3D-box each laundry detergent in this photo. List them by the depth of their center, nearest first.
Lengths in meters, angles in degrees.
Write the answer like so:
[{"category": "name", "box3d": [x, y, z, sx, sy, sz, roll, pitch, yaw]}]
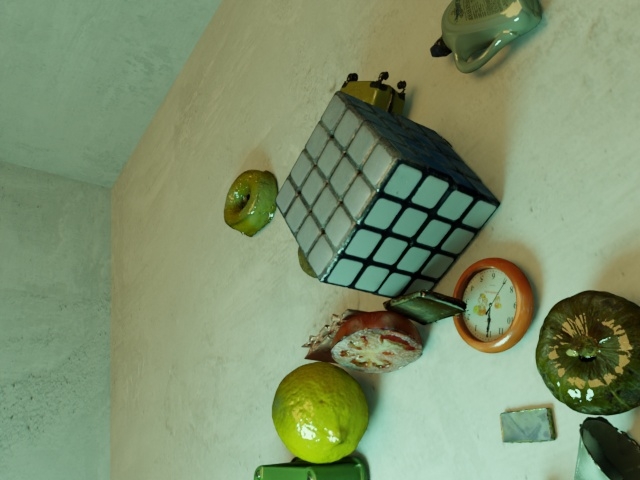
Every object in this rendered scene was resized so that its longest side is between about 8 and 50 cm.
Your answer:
[{"category": "laundry detergent", "box3d": [0.380, -0.519, 1.449, 0.280, 0.105, 0.215, -33, 55, 43]}]

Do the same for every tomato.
[{"category": "tomato", "box3d": [0.132, 0.240, 1.454, 0.225, 0.224, 0.085, -42, 38, 39]}]

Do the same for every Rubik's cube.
[{"category": "Rubik's cube", "box3d": [0.144, -0.098, 1.436, 0.344, 0.337, 0.345, -58, 37, 24]}]

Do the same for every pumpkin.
[{"category": "pumpkin", "box3d": [0.466, 0.189, 1.024, 0.218, 0.162, 0.219, -25, 55, 43]}]

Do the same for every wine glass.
[{"category": "wine glass", "box3d": [0.431, 0.428, 1.020, 0.232, 0.156, 0.156, -59, 38, 30]}]

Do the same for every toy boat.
[{"category": "toy boat", "box3d": [0.406, 0.366, 1.181, 0.115, 0.016, 0.064, -26, 58, 49]}]

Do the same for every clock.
[{"category": "clock", "box3d": [0.366, 0.138, 1.286, 0.205, 0.051, 0.206, -22, 63, 52]}]

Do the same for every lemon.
[{"category": "lemon", "box3d": [-0.001, 0.435, 1.527, 0.267, 0.267, 0.268, -24, 60, 49]}]

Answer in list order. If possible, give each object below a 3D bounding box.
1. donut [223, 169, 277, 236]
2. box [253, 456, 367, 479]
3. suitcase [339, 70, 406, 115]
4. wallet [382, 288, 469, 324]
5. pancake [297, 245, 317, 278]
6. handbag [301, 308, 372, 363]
[{"category": "donut", "box3d": [-0.269, -0.146, 2.239, 0.272, 0.107, 0.272, -21, 62, 48]}, {"category": "box", "box3d": [-0.039, 0.695, 1.554, 0.328, 0.177, 0.253, -25, 60, 49]}, {"category": "suitcase", "box3d": [0.136, -0.347, 1.702, 0.193, 0.143, 0.235, 21, 95, 55]}, {"category": "wallet", "box3d": [0.233, 0.148, 1.354, 0.232, 0.121, 0.031, 136, 152, -69]}, {"category": "pancake", "box3d": [0.000, 0.000, 1.853, 0.241, 0.050, 0.242, -23, 60, 48]}, {"category": "handbag", "box3d": [0.064, 0.253, 1.579, 0.212, 0.157, 0.059, -44, 46, 38]}]
